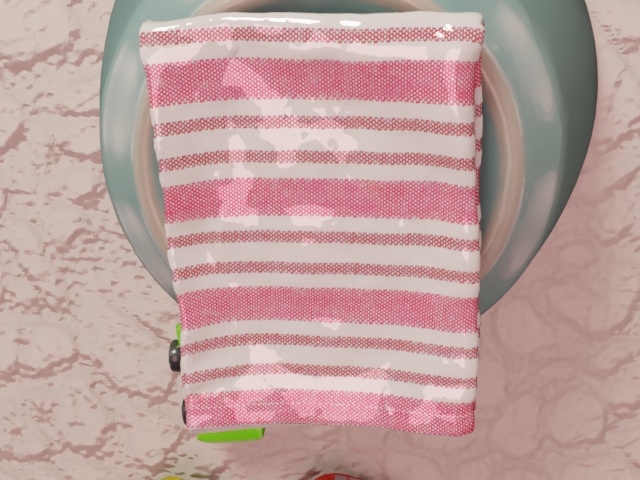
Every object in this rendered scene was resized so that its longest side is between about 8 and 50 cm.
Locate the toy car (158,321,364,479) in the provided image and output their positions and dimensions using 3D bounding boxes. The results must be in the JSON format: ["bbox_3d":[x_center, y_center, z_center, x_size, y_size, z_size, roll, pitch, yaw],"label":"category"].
[{"bbox_3d":[-0.055,0.146,0.583,0.238,0.053,0.225,-4,110,6],"label":"toy car"}]

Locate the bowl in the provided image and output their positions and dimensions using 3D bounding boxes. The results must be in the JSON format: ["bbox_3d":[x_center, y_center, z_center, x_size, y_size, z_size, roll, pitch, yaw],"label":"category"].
[{"bbox_3d":[0.007,-0.059,0.441,0.311,0.163,0.312,2,111,6],"label":"bowl"}]

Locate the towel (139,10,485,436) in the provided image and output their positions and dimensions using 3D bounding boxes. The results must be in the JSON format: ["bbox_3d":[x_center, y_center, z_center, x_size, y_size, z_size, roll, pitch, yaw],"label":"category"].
[{"bbox_3d":[0.000,0.000,0.361,0.144,0.029,0.197,-1,111,5],"label":"towel"}]
